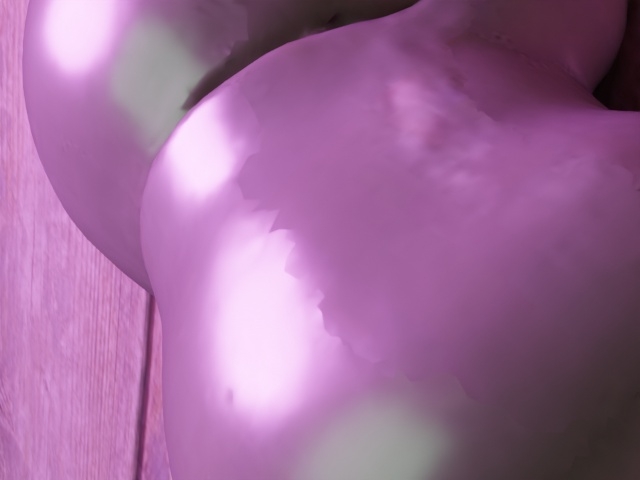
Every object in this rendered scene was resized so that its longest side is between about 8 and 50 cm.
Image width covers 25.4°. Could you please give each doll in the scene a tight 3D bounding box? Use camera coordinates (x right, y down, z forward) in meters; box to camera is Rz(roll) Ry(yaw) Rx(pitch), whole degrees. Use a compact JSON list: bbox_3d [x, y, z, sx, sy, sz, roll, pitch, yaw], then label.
[{"bbox_3d":[0.030,0.001,0.477,0.215,0.226,0.370,67,-179,-54],"label":"doll"}]
